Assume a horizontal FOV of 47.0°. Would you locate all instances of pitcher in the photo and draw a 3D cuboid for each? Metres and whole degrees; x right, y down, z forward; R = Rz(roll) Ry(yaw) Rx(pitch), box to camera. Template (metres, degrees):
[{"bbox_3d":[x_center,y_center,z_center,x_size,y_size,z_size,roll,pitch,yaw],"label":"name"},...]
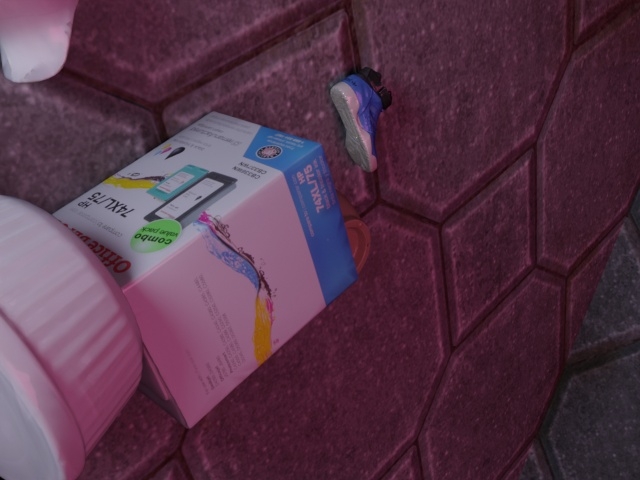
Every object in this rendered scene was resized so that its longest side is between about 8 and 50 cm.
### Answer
[{"bbox_3d":[-0.277,-0.258,0.598,0.207,0.125,0.178,50,49,-59],"label":"pitcher"}]

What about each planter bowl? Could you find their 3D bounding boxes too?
[{"bbox_3d":[0.000,0.000,1.029,0.162,0.109,0.162,-23,124,-40],"label":"planter bowl"}]

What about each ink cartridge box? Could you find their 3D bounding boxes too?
[{"bbox_3d":[-0.133,0.020,0.817,0.270,0.198,0.197,-40,132,-28],"label":"ink cartridge box"}]

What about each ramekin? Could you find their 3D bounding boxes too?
[{"bbox_3d":[-0.278,0.081,0.648,0.127,0.273,0.273,-46,138,-41],"label":"ramekin"}]

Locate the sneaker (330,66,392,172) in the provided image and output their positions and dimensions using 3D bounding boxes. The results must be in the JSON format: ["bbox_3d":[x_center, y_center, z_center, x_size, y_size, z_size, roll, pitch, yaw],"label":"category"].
[{"bbox_3d":[0.074,-0.176,1.063,0.084,0.058,0.152,-37,127,-19],"label":"sneaker"}]

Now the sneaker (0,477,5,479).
[{"bbox_3d":[-0.376,0.306,0.780,0.090,0.081,0.232,-4,110,-40],"label":"sneaker"}]
